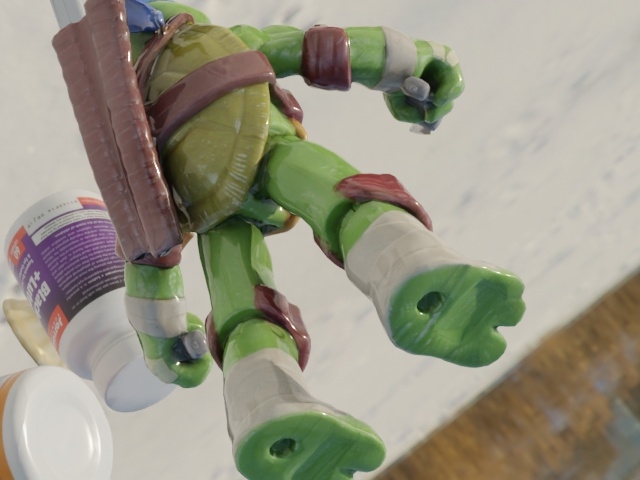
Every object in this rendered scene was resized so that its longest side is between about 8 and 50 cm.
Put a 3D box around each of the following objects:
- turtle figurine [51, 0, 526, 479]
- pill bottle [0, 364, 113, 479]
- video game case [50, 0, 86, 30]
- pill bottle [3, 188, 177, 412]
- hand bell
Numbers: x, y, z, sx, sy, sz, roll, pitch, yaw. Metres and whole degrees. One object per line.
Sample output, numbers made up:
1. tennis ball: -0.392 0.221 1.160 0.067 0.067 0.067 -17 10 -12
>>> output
1. turtle figurine: 0.000 0.000 0.779 0.198 0.266 0.274 -21 133 -9
2. pill bottle: -0.282 0.179 1.275 0.216 0.121 0.121 -18 -179 28
3. video game case: -0.150 -0.180 1.135 0.023 0.212 0.193 -26 161 14
4. pill bottle: -0.195 0.055 1.421 0.108 0.193 0.108 -24 144 -18
5. hand bell: -0.260 0.055 1.998 0.242 0.126 0.126 -36 171 5
